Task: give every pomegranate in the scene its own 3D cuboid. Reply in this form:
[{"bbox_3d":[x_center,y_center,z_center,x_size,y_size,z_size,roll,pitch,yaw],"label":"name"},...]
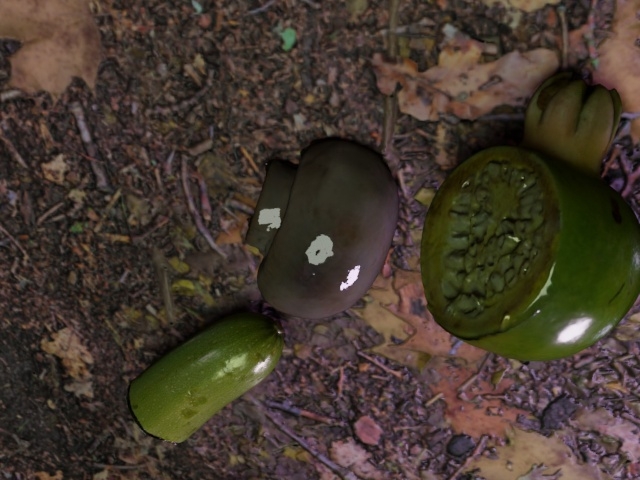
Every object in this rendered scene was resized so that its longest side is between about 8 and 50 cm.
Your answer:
[{"bbox_3d":[0.198,-0.010,0.970,0.159,0.240,0.190,13,155,-33],"label":"pomegranate"}]

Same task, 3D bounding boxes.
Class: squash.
[{"bbox_3d":[-0.116,0.135,1.172,0.095,0.095,0.188,44,117,-12],"label":"squash"}]

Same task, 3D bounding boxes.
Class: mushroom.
[{"bbox_3d":[0.000,0.000,1.053,0.141,0.117,0.188,16,119,-8],"label":"mushroom"}]
